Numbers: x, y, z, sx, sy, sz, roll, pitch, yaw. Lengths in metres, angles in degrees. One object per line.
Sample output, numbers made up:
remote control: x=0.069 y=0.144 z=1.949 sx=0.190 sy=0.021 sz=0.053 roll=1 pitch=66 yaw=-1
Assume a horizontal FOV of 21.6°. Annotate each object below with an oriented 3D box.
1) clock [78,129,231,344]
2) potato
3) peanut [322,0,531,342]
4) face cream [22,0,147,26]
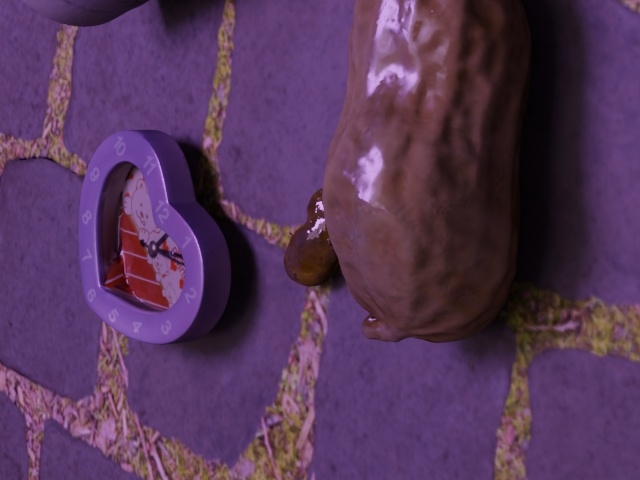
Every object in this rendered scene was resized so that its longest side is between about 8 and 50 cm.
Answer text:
clock: x=-0.147 y=0.008 z=1.492 sx=0.172 sy=0.064 sz=0.198 roll=-48 pitch=59 yaw=39
potato: x=0.000 y=0.000 z=1.343 sx=0.046 sy=0.045 sz=0.092 roll=-93 pitch=26 yaw=-60
peanut: x=0.074 y=-0.064 z=1.176 sx=0.143 sy=0.159 sz=0.291 roll=7 pitch=101 yaw=11
face cream: x=-0.178 y=-0.286 z=1.415 sx=0.153 sy=0.177 sz=0.177 roll=-20 pitch=79 yaw=46
